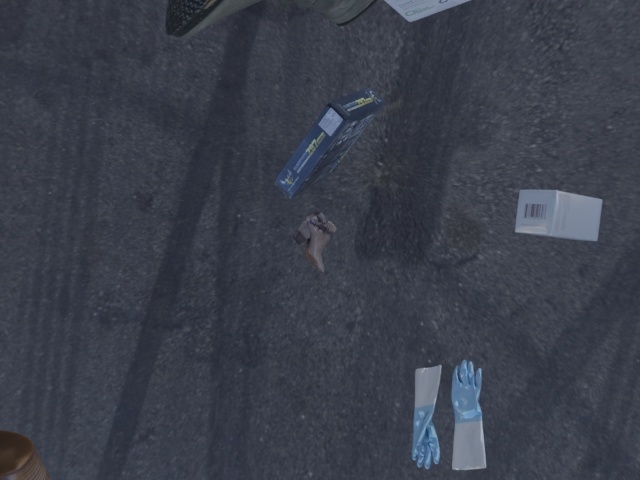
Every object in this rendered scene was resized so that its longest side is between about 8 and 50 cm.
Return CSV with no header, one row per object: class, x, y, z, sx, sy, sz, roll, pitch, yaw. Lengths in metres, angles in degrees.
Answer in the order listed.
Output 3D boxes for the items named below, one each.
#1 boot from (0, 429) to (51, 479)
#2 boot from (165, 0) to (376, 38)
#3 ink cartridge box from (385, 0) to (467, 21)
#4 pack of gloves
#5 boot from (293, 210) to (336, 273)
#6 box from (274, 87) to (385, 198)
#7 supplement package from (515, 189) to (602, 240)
boot,-0.310,0.216,0.466,0.197,0.073,0.152,13,120,17
boot,-0.033,-0.244,0.541,0.246,0.161,0.083,-16,70,44
ink cartridge box,0.150,-0.323,0.593,0.223,0.224,0.045,-9,87,31
pack of gloves,0.263,0.373,1.205,0.046,0.232,0.195,26,145,-29
boot,0.000,0.000,1.187,0.087,0.042,0.118,-40,109,-16
box,0.019,-0.208,1.182,0.059,0.183,0.233,46,128,6
supplement package,0.568,-0.059,1.322,0.179,0.105,0.105,5,92,-31
